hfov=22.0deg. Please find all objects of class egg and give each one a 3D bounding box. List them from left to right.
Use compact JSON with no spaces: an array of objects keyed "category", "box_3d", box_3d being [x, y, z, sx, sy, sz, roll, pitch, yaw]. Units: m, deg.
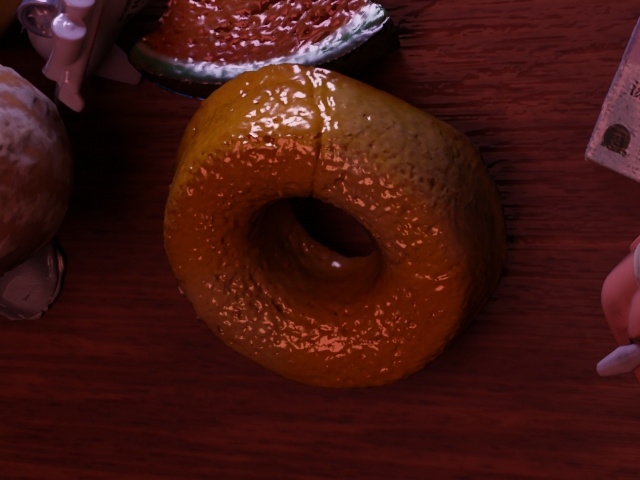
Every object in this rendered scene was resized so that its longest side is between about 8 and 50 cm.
[{"category":"egg","box_3d":[-0.315,-0.064,1.464,0.203,0.245,0.203,0,98,3]}]

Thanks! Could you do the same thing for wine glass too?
[{"category":"wine glass","box_3d":[-0.351,0.037,1.596,0.122,0.183,0.122,6,101,32]}]

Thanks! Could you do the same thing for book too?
[{"category":"book","box_3d":[0.296,-0.122,1.303,0.127,0.014,0.181,28,110,23]}]

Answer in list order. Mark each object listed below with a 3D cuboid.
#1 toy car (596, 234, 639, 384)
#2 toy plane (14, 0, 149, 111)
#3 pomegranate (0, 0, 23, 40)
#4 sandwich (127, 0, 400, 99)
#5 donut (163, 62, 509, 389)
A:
[{"category":"toy car","box_3d":[0.327,0.027,1.168,0.270,0.212,0.180,-31,85,42]},{"category":"toy plane","box_3d":[-0.203,-0.225,1.469,0.118,0.252,0.252,14,106,-7]},{"category":"pomegranate","box_3d":[-0.401,-0.291,1.522,0.307,0.307,0.307,4,98,29]},{"category":"sandwich","box_3d":[-0.053,-0.185,1.444,0.235,0.079,0.159,-21,68,12]},{"category":"donut","box_3d":[0.000,0.000,1.378,0.303,0.110,0.303,9,121,15]}]
